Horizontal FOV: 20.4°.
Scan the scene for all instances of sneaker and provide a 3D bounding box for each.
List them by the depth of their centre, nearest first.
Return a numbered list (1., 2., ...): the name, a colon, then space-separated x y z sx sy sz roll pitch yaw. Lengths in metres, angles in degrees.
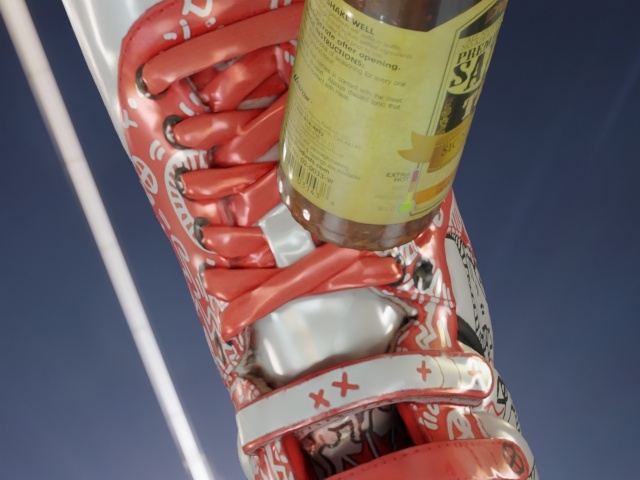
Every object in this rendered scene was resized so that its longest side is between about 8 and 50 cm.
1. sneaker: 0.001 0.000 0.465 0.090 0.270 0.145 -18 -138 1

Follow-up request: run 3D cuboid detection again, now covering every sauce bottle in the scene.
1. sauce bottle: 0.018 -0.052 0.356 0.042 0.128 0.042 6 -130 -7
